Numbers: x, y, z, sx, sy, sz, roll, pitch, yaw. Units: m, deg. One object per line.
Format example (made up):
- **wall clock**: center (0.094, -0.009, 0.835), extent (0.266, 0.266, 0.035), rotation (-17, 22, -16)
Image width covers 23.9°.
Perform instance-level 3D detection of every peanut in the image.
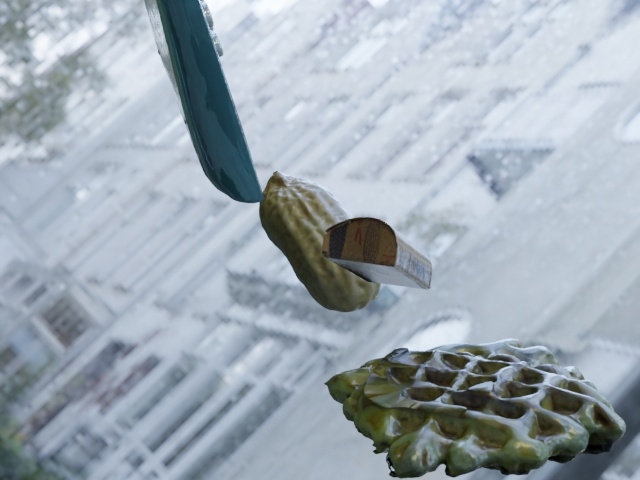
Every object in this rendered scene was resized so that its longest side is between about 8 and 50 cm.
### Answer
- **peanut**: center (0.000, 0.000, 1.552), extent (0.093, 0.083, 0.194), rotation (39, 11, -49)

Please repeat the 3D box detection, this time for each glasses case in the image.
- **glasses case**: center (0.054, 0.011, 1.331), extent (0.064, 0.041, 0.170), rotation (7, -6, 15)

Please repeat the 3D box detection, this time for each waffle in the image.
- **waffle**: center (0.126, 0.126, 1.200), extent (0.223, 0.204, 0.054), rotation (-136, -135, -67)

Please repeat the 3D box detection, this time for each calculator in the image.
- **calculator**: center (-0.137, -0.232, 1.423), extent (0.256, 0.054, 0.386), rotation (-115, -170, -56)
